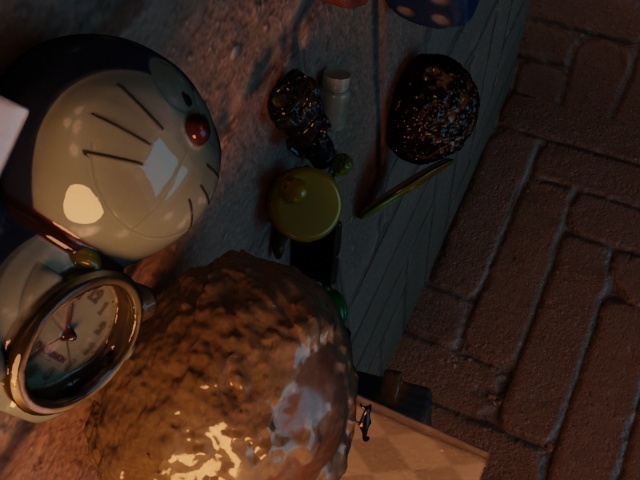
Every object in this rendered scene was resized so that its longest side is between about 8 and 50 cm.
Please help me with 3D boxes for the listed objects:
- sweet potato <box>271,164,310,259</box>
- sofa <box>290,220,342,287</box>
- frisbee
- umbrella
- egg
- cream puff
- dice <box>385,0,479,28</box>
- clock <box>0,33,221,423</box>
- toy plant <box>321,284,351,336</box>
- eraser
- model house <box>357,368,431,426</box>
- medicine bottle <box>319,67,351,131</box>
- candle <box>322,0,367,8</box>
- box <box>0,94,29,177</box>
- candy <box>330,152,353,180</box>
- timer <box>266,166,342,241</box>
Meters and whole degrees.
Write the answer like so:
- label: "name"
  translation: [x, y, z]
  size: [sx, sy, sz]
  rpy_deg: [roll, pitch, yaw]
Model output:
- label: "sweet potato"
  translation: [-0.043, -0.039, 1.011]
  size: [0.041, 0.038, 0.153]
  rpy_deg: [-6, 117, -67]
- label: "sofa"
  translation: [0.000, 0.000, 1.114]
  size: [0.060, 0.085, 0.147]
  rpy_deg: [-52, 157, -39]
- label: "frisbee"
  translation: [0.182, -0.113, 1.456]
  size: [0.236, 0.017, 0.236]
  rpy_deg: [-32, 176, -2]
- label: "umbrella"
  translation: [-0.013, -0.143, 0.922]
  size: [0.080, 0.071, 0.224]
  rpy_deg: [-55, 164, -6]
- label: "egg"
  translation: [-0.094, 0.169, 0.703]
  size: [0.279, 0.279, 0.310]
  rpy_deg: [44, 67, -73]
- label: "cream puff"
  translation: [0.241, -0.270, 1.430]
  size: [0.239, 0.165, 0.239]
  rpy_deg: [-56, 160, -32]
- label: "dice"
  translation: [0.188, -0.432, 1.085]
  size: [0.146, 0.146, 0.143]
  rpy_deg: [54, 56, -71]
- label: "clock"
  translation: [-0.166, -0.020, 0.435]
  size: [0.243, 0.147, 0.199]
  rpy_deg: [-59, 151, -16]
- label: "toy plant"
  translation: [0.010, 0.160, 1.329]
  size: [0.143, 0.105, 0.200]
  rpy_deg: [-33, 129, -81]
- label: "eraser"
  translation: [0.000, 0.297, 0.910]
  size: [0.213, 0.397, 0.082]
  rpy_deg: [-66, 164, -7]
- label: "model house"
  translation: [0.017, 0.412, 1.336]
  size: [0.382, 0.335, 0.342]
  rpy_deg: [14, 86, -69]
- label: "medicine bottle"
  translation: [0.019, -0.204, 0.987]
  size: [0.047, 0.047, 0.083]
  rpy_deg: [-50, 156, -50]
- label: "candle"
  translation: [0.056, -0.402, 0.725]
  size: [0.317, 0.131, 0.287]
  rpy_deg: [-46, 150, -57]
- label: "box"
  translation: [-0.229, 0.000, 0.267]
  size: [0.139, 0.073, 0.194]
  rpy_deg: [27, 83, -42]
- label: "candy"
  translation: [0.019, -0.094, 1.171]
  size: [0.123, 0.035, 0.035]
  rpy_deg: [-63, 162, 5]
- label: "timer"
  translation: [-0.020, -0.050, 0.934]
  size: [0.107, 0.107, 0.109]
  rpy_deg: [-69, -159, -1]
